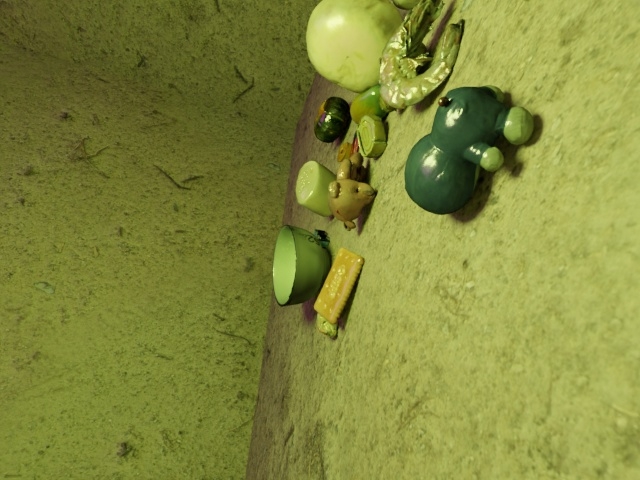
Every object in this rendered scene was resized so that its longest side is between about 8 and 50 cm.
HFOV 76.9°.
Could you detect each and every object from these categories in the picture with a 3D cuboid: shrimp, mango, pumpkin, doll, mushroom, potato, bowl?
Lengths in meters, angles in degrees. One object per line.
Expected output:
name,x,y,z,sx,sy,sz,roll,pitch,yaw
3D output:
shrimp,0.280,-0.533,1.101,0.247,0.085,0.359,35,108,42
mango,0.180,-0.486,1.465,0.091,0.130,0.194,-55,0,-25
pumpkin,0.060,-0.597,2.005,0.237,0.159,0.237,-54,21,32
doll,0.267,-0.170,0.797,0.228,0.154,0.258,-98,18,-49
mushroom,0.128,-0.691,1.436,0.353,0.354,0.324,-109,13,-66
potato,0.254,-0.504,1.254,0.225,0.090,0.117,-61,1,33
doll,0.133,-0.197,1.431,0.303,0.157,0.201,-64,-38,-36
bowl,-0.076,0.112,1.742,0.354,0.186,0.352,-175,90,-70

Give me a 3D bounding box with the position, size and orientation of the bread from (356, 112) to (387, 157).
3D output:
bread,0.180,-0.371,1.422,0.118,0.064,0.156,-12,85,63

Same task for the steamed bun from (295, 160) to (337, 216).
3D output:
steamed bun,0.000,-0.241,1.836,0.155,0.200,0.249,-32,44,37

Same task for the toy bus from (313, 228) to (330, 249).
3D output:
toy bus,0.000,0.000,1.876,0.123,0.060,0.074,-113,35,-65

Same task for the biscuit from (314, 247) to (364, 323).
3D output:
biscuit,0.058,0.152,1.396,0.160,0.030,0.249,29,95,62

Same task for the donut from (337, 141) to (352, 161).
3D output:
donut,0.113,-0.399,1.840,0.108,0.043,0.097,-138,62,-74

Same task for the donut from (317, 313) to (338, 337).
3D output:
donut,0.027,0.274,1.476,0.108,0.065,0.165,129,152,-63

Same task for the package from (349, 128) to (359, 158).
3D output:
package,0.153,-0.414,1.739,0.083,0.022,0.200,-166,88,-77

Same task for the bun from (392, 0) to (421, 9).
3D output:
bun,0.292,-0.924,1.249,0.365,0.220,0.364,-163,90,-77
